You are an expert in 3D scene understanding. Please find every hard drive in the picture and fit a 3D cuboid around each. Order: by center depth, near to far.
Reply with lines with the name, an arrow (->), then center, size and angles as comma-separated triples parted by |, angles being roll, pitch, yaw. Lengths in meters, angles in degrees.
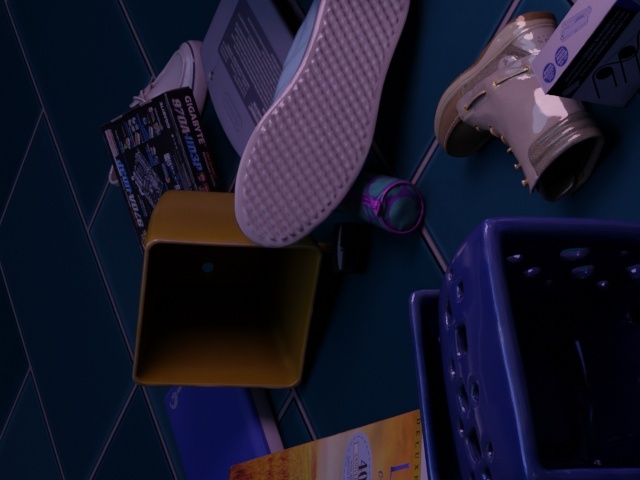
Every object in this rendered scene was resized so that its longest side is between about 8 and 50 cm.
hard drive -> -0.121, 0.288, 2.043 | 0.210, 0.040, 0.318 | -56, 42, 39

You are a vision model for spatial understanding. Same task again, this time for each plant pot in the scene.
plant pot -> 0.211, 0.123, 1.344 | 0.212, 0.236, 0.236 | 141, 127, -59
plant pot -> -0.130, 0.045, 1.923 | 0.187, 0.212, 0.212 | -108, 24, -57

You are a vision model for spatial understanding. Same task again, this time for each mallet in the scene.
mallet -> 0.000, 0.000, 1.891 | 0.190, 0.039, 0.062 | 15, 100, 62

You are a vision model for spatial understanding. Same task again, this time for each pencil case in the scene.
pencil case -> 0.055, -0.050, 1.768 | 0.152, 0.070, 0.064 | 21, 104, 57

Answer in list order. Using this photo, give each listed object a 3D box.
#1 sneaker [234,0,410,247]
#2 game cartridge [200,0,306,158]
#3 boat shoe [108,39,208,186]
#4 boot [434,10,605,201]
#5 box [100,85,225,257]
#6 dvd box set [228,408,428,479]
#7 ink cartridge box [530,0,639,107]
sneaker -> 0.004, -0.156, 1.784 | 0.366, 0.135, 0.150 | -64, 4, -5
game cartridge -> -0.074, -0.220, 2.022 | 0.297, 0.062, 0.198 | 63, 141, 41
boat shoe -> -0.244, -0.183, 2.261 | 0.267, 0.088, 0.096 | -60, 39, 36
boot -> 0.198, -0.105, 1.538 | 0.213, 0.077, 0.165 | -53, 50, 49
box -> -0.216, -0.088, 2.157 | 0.175, 0.051, 0.220 | -20, 88, 49
dvd box set -> 0.019, 0.366, 1.657 | 0.420, 0.062, 0.307 | -25, 56, 53
ink cartridge box -> 0.287, -0.212, 1.379 | 0.207, 0.097, 0.046 | -57, 40, 39
